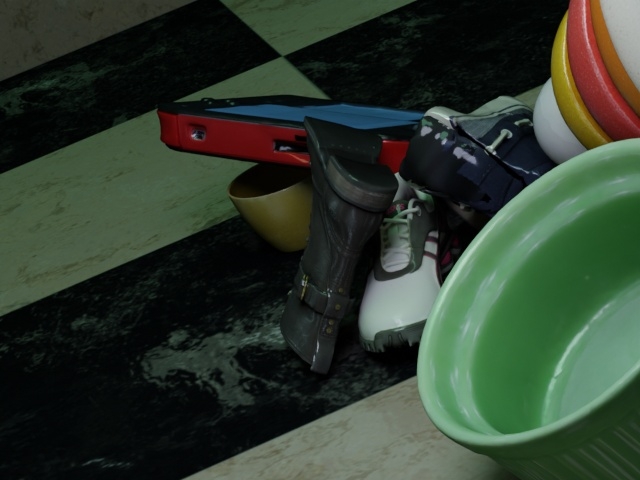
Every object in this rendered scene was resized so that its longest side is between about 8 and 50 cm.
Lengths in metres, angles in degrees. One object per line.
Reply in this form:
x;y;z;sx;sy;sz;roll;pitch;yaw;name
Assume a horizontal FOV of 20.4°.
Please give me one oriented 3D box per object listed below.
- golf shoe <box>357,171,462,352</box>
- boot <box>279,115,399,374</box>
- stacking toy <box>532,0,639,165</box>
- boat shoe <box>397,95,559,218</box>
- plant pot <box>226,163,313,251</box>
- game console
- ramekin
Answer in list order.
0.083;0.026;1.911;0.105;0.120;0.273;-14;23;15;golf shoe
0.000;0.000;1.927;0.091;0.229;0.263;14;21;-13;boot
0.333;-0.176;1.665;0.351;0.350;0.480;-29;-1;-21;stacking toy
0.218;-0.073;1.977;0.158;0.127;0.340;31;19;20;boat shoe
-0.038;-0.043;2.218;0.134;0.095;0.134;-18;22;8;plant pot
0.026;-0.144;2.222;0.387;0.060;0.342;10;16;31;game console
0.240;0.078;1.459;0.303;0.148;0.303;-36;30;24;ramekin
